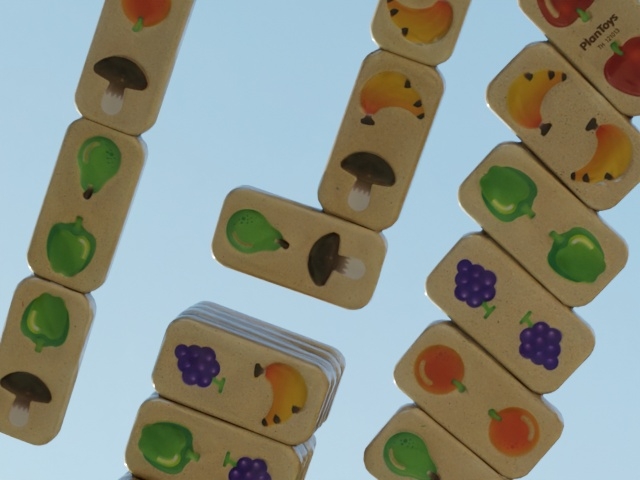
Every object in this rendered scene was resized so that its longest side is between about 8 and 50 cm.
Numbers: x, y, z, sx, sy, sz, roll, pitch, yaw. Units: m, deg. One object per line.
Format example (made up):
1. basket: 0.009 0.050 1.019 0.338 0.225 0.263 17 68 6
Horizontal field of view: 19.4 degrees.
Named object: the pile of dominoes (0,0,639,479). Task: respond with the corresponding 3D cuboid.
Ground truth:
1. pile of dominoes: 0.000 0.000 0.616 0.196 0.040 0.251 20 -78 7
